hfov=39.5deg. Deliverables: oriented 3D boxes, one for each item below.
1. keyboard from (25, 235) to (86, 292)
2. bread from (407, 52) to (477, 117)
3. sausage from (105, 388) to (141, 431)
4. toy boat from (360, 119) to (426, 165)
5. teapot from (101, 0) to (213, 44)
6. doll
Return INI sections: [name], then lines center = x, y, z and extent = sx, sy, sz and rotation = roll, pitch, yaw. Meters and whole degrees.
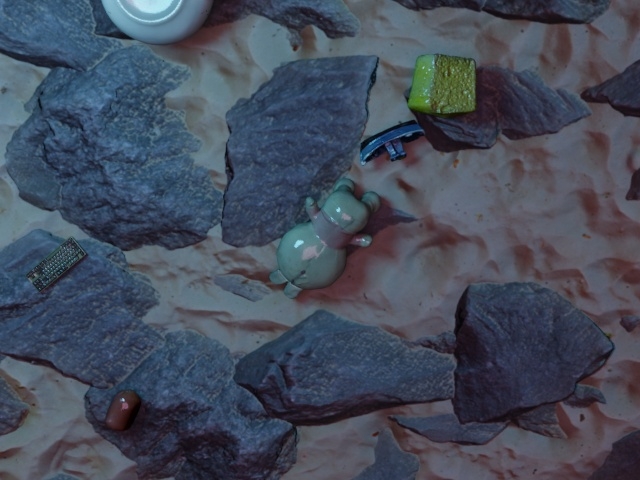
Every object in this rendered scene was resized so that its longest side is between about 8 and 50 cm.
[keyboard]
center = -0.536, 0.049, 1.802
extent = 0.129, 0.015, 0.049
rotation = -38, 98, 8
[bread]
center = 0.228, -0.288, 1.675
extent = 0.129, 0.111, 0.114
rotation = 3, 97, -23
[sausage]
center = -0.409, 0.350, 1.837
extent = 0.054, 0.059, 0.094
rotation = 29, 104, 15
[toy boat]
center = 0.139, -0.183, 1.721
extent = 0.137, 0.060, 0.061
rotation = -21, 79, 1
[teapot]
center = -0.279, -0.464, 1.639
extent = 0.299, 0.166, 0.208
rotation = 2, 94, -7
[doll]
center = 0.002, 0.000, 1.733
extent = 0.155, 0.113, 0.275
rotation = 38, 98, -9
